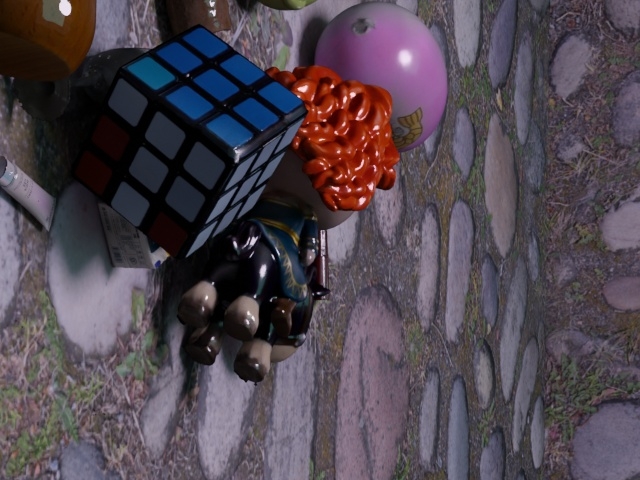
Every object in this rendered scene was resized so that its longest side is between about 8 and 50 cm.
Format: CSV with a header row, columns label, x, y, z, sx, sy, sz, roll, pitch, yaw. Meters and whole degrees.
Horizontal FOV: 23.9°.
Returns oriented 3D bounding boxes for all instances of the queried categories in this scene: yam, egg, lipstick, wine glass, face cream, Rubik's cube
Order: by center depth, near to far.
label,x,y,z,sx,sy,sz,roll,pitch,yaw
face cream,-0.293,-0.048,1.503,0.115,0.020,0.038,54,40,-60
Rubik's cube,-0.138,-0.107,1.597,0.160,0.162,0.163,-40,167,-51
wine glass,-0.230,-0.173,1.601,0.262,0.074,0.074,-25,113,-67
yam,-0.148,-0.302,1.793,0.084,0.084,0.127,-40,123,-63
lipstick,0.000,0.000,2.225,0.027,0.027,0.177,11,78,-68
egg,0.097,-0.238,2.243,0.271,0.196,0.196,37,55,-55

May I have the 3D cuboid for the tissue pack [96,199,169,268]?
label,x,y,z,sx,sy,sz,roll,pitch,yaw
tissue pack,-0.205,-0.013,1.662,0.042,0.062,0.083,-46,131,-50

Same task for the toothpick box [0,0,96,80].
label,x,y,z,sx,sy,sz,roll,pitch,yaw
toothpick box,-0.259,-0.306,1.387,0.192,0.192,0.294,37,62,-63

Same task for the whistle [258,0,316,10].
label,x,y,z,sx,sy,sz,roll,pitch,yaw
whistle,-0.026,-0.413,2.025,0.294,0.141,0.141,-70,151,-43

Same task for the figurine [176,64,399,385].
label,x,y,z,sx,sy,sz,roll,pitch,yaw
figurine,-0.048,-0.024,1.880,0.306,0.241,0.412,22,79,-57
